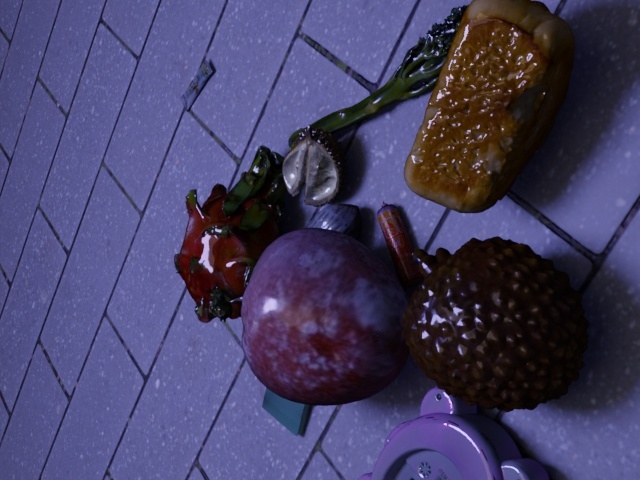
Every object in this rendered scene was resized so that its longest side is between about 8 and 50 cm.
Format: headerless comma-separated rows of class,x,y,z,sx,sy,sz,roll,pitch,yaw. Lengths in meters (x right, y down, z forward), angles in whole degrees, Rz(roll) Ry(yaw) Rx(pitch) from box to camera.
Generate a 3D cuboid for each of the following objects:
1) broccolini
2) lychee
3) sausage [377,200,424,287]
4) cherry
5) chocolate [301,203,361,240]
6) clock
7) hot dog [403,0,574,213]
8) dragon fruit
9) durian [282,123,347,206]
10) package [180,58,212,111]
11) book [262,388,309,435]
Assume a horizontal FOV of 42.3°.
broccolini,0.084,-0.227,1.187,0.392,0.079,0.074,-20,31,46
lychee,0.189,0.089,0.948,0.238,0.200,0.200,45,119,25
sausage,0.108,0.002,1.155,0.034,0.034,0.130,-37,61,39
cherry,-0.003,0.102,1.130,0.285,0.213,0.236,9,118,31
chocolate,0.000,0.000,1.245,0.167,0.072,0.072,-36,61,40
clock,0.157,0.325,1.036,0.227,0.090,0.248,46,117,39
hot dog,0.202,-0.166,0.977,0.150,0.153,0.257,29,121,15
dragon fruit,-0.127,-0.006,1.308,0.269,0.198,0.200,-59,24,23
durian,-0.003,-0.123,1.246,0.110,0.071,0.140,17,132,22
package,-0.234,-0.293,1.565,0.110,0.015,0.037,-47,60,36
book,-0.046,0.228,1.309,0.103,0.017,0.135,29,113,44
